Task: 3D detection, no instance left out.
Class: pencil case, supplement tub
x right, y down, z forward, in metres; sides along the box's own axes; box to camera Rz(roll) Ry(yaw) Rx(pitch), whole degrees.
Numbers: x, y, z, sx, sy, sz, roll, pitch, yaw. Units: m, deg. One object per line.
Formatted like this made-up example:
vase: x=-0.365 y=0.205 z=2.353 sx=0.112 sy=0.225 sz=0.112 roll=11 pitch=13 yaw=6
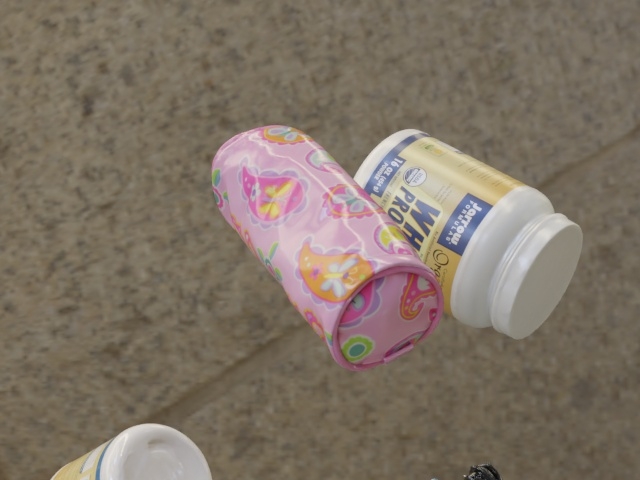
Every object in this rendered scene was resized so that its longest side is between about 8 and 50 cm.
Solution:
pencil case: x=0.000 y=0.000 z=1.290 sx=0.124 sy=0.284 sz=0.124 roll=-16 pitch=128 yaw=-22
supplement tub: x=-0.233 y=0.306 z=1.596 sx=0.144 sy=0.199 sz=0.144 roll=23 pitch=52 yaw=-33
supplement tub: x=0.212 y=-0.008 z=2.095 sx=0.228 sy=0.316 sz=0.228 roll=-39 pitch=145 yaw=-34

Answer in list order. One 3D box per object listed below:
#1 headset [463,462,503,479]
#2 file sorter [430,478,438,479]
headset: x=0.123 y=0.413 z=1.552 sx=0.394 sy=0.243 sz=0.185 roll=-31 pitch=95 yaw=-45
file sorter: x=0.219 y=0.393 z=1.861 sx=0.104 sy=0.170 sz=0.118 roll=60 pitch=44 yaw=-33
